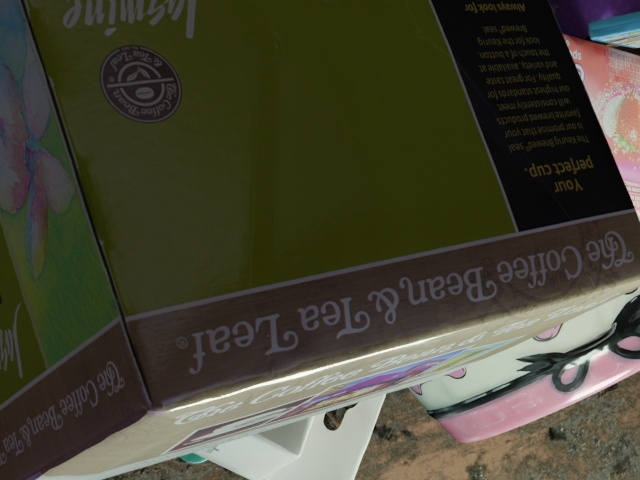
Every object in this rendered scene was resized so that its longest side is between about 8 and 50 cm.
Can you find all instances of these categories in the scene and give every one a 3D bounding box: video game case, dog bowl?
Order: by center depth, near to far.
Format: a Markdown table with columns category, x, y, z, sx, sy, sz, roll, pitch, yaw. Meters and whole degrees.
| category | x | y | z | sx | sy | sz | roll | pitch | yaw |
| --- | --- | --- | --- | --- | --- | --- | --- | --- | --- |
| video game case | 0.281 | -0.167 | 0.911 | 0.119 | 0.015 | 0.166 | -8 | -177 | 26 |
| dog bowl | 0.265 | 0.078 | 1.306 | 0.408 | 0.150 | 0.408 | -27 | 176 | -2 |

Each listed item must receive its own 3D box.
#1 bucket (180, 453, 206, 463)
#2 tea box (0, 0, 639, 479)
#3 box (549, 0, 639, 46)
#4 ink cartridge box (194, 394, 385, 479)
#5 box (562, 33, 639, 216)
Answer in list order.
| category | x | y | z | sx | sy | sz | roll | pitch | yaw |
| --- | --- | --- | --- | --- | --- | --- | --- | --- | --- |
| bucket | -0.152 | 0.083 | 1.196 | 0.281 | 0.183 | 0.281 | 15 | 151 | 9 |
| tea box | -0.044 | -0.063 | 0.664 | 0.329 | 0.323 | 0.220 | -10 | 164 | -37 |
| box | 0.312 | -0.217 | 1.015 | 0.201 | 0.057 | 0.293 | -15 | -178 | -23 |
| ink cartridge box | -0.088 | 0.050 | 0.944 | 0.354 | 0.207 | 0.119 | 26 | 153 | -9 |
| box | 0.135 | -0.098 | 1.003 | 0.300 | 0.142 | 0.154 | 6 | 173 | -39 |
